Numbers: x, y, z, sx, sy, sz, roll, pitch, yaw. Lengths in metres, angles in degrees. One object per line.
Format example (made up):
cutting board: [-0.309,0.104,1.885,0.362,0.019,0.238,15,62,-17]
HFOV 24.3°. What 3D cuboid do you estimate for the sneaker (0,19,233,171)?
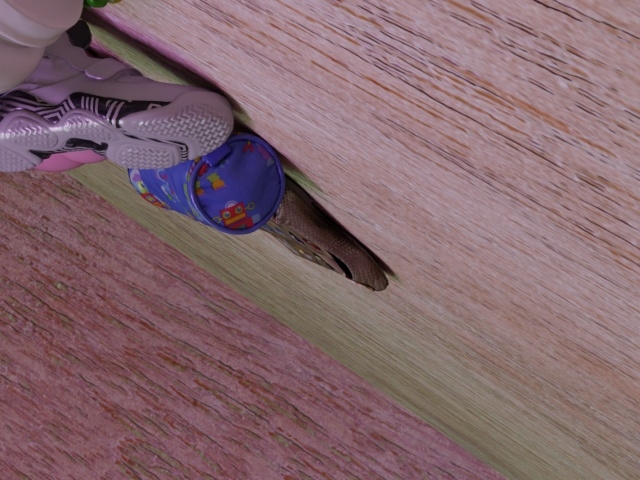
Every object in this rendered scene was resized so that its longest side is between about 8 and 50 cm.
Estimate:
sneaker: [-0.275,-0.199,1.746,0.366,0.210,0.137,-2,159,15]

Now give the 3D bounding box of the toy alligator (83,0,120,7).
toy alligator: [-0.253,-0.272,1.503,0.190,0.051,0.056,30,169,38]

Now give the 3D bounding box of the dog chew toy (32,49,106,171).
dog chew toy: [-0.373,-0.185,2.028,0.332,0.206,0.206,16,159,48]

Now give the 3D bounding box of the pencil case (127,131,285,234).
pencil case: [-0.150,-0.087,1.878,0.133,0.119,0.306,52,167,-20]

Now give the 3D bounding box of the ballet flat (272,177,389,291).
ballet flat: [0.000,0.000,1.937,0.250,0.058,0.084,43,171,-36]

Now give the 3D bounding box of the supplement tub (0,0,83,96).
supplement tub: [-0.408,-0.206,1.423,0.228,0.316,0.228,46,-154,-31]

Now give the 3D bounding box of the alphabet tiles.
alphabet tiles: [-0.116,-0.067,2.227,0.342,0.011,0.285,41,171,-26]
